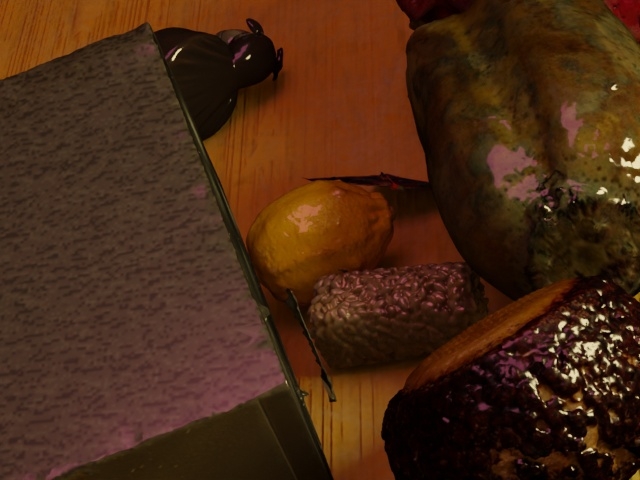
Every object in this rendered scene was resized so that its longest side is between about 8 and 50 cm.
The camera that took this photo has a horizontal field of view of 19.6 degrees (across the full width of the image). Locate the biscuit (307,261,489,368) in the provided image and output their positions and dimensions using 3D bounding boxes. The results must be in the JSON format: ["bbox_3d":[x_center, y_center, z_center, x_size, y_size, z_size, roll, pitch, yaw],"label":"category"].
[{"bbox_3d":[0.071,0.067,1.680,0.168,0.082,0.070,-6,41,20],"label":"biscuit"}]

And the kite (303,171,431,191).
[{"bbox_3d":[0.072,-0.059,1.847,0.190,0.010,0.159,3,9,-8],"label":"kite"}]

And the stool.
[{"bbox_3d":[-0.143,-0.191,2.097,0.217,0.125,0.121,-31,34,-29],"label":"stool"}]

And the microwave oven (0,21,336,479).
[{"bbox_3d":[-0.208,0.084,1.590,0.374,0.236,0.432,-23,50,0],"label":"microwave oven"}]

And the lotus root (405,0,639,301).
[{"bbox_3d":[0.207,-0.076,1.655,0.250,0.250,0.346,-19,34,5],"label":"lotus root"}]

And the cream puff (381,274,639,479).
[{"bbox_3d":[0.165,0.136,1.443,0.239,0.165,0.239,-33,-1,-1],"label":"cream puff"}]

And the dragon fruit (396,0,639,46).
[{"bbox_3d":[0.231,-0.303,1.892,0.329,0.329,0.329,-14,36,11],"label":"dragon fruit"}]

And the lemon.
[{"bbox_3d":[0.000,0.000,1.776,0.155,0.114,0.114,-27,36,-2],"label":"lemon"}]
